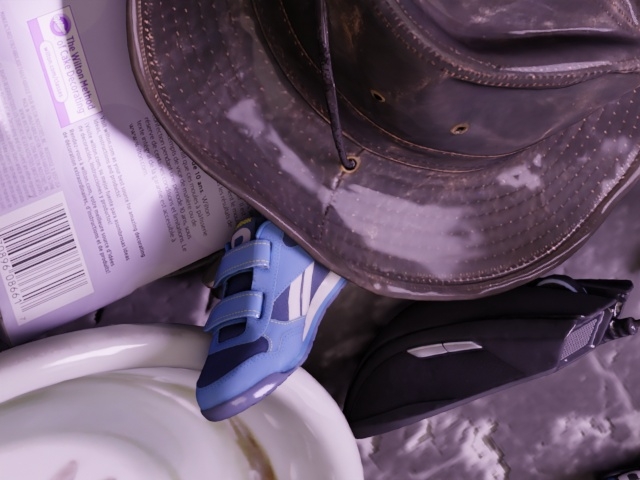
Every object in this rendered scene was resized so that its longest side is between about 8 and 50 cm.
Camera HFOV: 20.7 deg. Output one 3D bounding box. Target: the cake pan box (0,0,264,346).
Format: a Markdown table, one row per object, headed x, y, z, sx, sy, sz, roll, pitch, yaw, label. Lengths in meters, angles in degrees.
| x | y | z | sx | sy | sz | roll | pitch | yaw | label |
| --- | --- | --- | --- | --- | --- | --- | --- | --- | --- |
| -0.090 | -0.107 | 0.862 | 0.246 | 0.070 | 0.267 | -26 | 114 | -21 | cake pan box |

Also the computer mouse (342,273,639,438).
| x | y | z | sx | sy | sz | roll | pitch | yaw | label |
| --- | --- | --- | --- | --- | --- | --- | --- | --- | --- |
| 0.132 | 0.031 | 0.970 | 0.262 | 0.184 | 0.060 | -23 | 91 | 40 | computer mouse |

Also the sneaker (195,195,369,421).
| x | y | z | sx | sy | sz | roll | pitch | yaw | label |
| --- | --- | --- | --- | --- | --- | --- | --- | --- | --- |
| -0.029 | 0.026 | 0.848 | 0.053 | 0.144 | 0.059 | -20 | 120 | 41 | sneaker |

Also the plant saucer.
| x | y | z | sx | sy | sz | roll | pitch | yaw | label |
| --- | --- | --- | --- | --- | --- | --- | --- | --- | --- |
| -0.166 | 0.193 | 0.944 | 0.400 | 0.100 | 0.400 | -22 | 133 | -25 | plant saucer |

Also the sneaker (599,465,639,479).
| x | y | z | sx | sy | sz | roll | pitch | yaw | label |
| --- | --- | --- | --- | --- | --- | --- | --- | --- | --- |
| 0.230 | 0.130 | 1.038 | 0.121 | 0.079 | 0.217 | 6 | 111 | -12 | sneaker |

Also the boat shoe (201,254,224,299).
| x | y | z | sx | sy | sz | roll | pitch | yaw | label |
| --- | --- | --- | --- | --- | --- | --- | --- | --- | --- |
| 0.000 | 0.000 | 0.973 | 0.137 | 0.049 | 0.043 | -30 | 114 | -2 | boat shoe |

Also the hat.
| x | y | z | sx | sy | sz | roll | pitch | yaw | label |
| --- | --- | --- | --- | --- | --- | --- | --- | --- | --- |
| 0.079 | -0.127 | 0.822 | 0.331 | 0.134 | 0.331 | 0 | 90 | -32 | hat |
